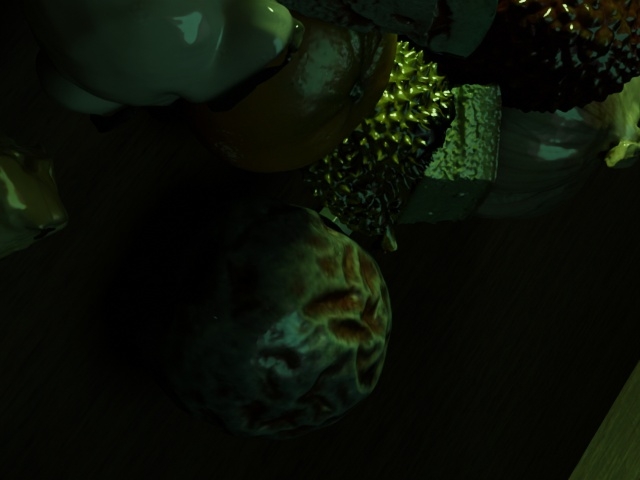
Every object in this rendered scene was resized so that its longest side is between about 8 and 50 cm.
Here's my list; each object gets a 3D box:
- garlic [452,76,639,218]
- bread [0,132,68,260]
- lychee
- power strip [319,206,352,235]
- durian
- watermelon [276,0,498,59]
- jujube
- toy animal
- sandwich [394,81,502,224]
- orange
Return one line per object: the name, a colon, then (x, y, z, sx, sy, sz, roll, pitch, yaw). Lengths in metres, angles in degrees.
garlic: (0.275, -0.169, 2.235, 0.322, 0.241, 0.321, -18, 118, -37)
bread: (-0.287, 0.008, 1.210, 0.184, 0.211, 0.224, -19, 125, -68)
lychee: (0.243, -0.276, 1.969, 0.276, 0.304, 0.275, -17, 133, -19)
power strip: (0.000, 0.000, 2.038, 0.252, 0.027, 0.060, -53, 154, -26)
durian: (0.066, -0.107, 1.804, 0.193, 0.138, 0.237, -40, 113, -59)
watermelon: (0.031, -0.290, 1.488, 0.201, 0.261, 0.213, -20, 161, -8)
jujube: (-0.054, 0.081, 1.766, 0.308, 0.215, 0.246, 5, 112, -61)
toy animal: (-0.181, -0.238, 1.211, 0.258, 0.194, 0.357, -40, 129, 12)
sandwich: (0.131, -0.080, 1.974, 0.094, 0.096, 0.258, -4, 154, -18)
orange: (-0.026, -0.174, 1.627, 0.240, 0.171, 0.240, -46, 150, -36)
